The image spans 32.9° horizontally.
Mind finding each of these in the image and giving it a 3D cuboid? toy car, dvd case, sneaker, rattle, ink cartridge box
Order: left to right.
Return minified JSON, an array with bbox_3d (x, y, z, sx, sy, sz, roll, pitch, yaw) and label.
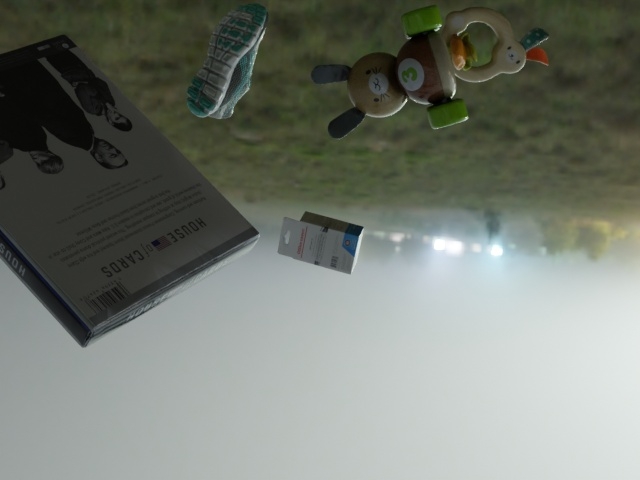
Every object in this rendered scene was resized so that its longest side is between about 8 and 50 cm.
[{"bbox_3d":[-0.183,-0.048,0.805,0.239,0.030,0.179,46,-138,12],"label":"dvd case"},{"bbox_3d":[-0.114,-0.233,1.432,0.065,0.167,0.076,34,-175,26],"label":"sneaker"},{"bbox_3d":[0.000,0.000,1.156,0.083,0.048,0.028,16,-152,7],"label":"ink cartridge box"},{"bbox_3d":[0.087,-0.212,1.461,0.188,0.155,0.149,-16,-174,7],"label":"toy car"},{"bbox_3d":[0.303,-0.319,1.786,0.199,0.130,0.143,13,176,-7],"label":"rattle"}]
